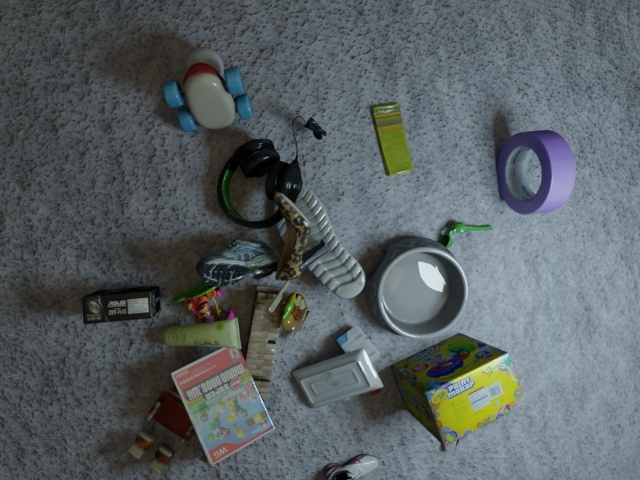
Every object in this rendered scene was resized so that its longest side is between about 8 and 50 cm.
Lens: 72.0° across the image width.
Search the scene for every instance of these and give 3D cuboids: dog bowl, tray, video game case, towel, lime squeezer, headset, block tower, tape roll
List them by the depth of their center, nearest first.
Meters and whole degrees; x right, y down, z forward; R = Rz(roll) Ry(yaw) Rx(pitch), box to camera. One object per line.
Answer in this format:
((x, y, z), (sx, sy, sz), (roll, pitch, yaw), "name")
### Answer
((-0.282, 0.467, 1.281), (0.204, 0.025, 0.285), (-24, 87, -19), "video game case")
((-0.141, -0.214, 1.365), (0.243, 0.185, 0.394), (42, 99, 12), "headset")
((-0.183, 0.312, 1.381), (0.091, 0.097, 0.335), (9, 87, -13), "block tower")
((0.047, 0.445, 1.392), (0.270, 0.030, 0.145), (-25, 95, 22), "tray")
((0.327, 0.166, 1.460), (0.349, 0.102, 0.348), (-1, 97, -7), "dog bowl")
((0.713, -0.227, 1.477), (0.090, 0.275, 0.274), (-7, 92, -13), "tape roll")
((0.249, -0.345, 1.508), (0.102, 0.021, 0.237), (-15, 93, -11), "towel")
((0.465, 0.003, 1.548), (0.310, 0.059, 0.110), (-37, 130, -10), "lime squeezer")

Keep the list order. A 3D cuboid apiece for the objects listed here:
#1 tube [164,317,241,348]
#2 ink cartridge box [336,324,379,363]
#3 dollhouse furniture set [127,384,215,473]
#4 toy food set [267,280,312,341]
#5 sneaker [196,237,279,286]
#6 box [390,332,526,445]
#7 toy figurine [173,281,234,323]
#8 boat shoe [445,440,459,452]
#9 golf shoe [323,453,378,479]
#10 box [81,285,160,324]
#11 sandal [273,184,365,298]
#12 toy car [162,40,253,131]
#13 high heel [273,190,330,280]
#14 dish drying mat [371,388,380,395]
((-0.347, 0.278, 1.306), (0.240, 0.062, 0.070), (-5, 133, 17), "tube")
((0.123, 0.353, 1.434), (0.088, 0.052, 0.122), (-33, 58, -13), "ink cartridge box")
((-0.396, 0.566, 1.339), (0.259, 0.135, 0.262), (34, 83, 1), "dollhouse furniture set")
((-0.077, 0.224, 1.366), (0.132, 0.038, 0.192), (-59, 137, -27), "toy food set")
((-0.255, 0.057, 1.316), (0.283, 0.110, 0.122), (-1, 51, -49), "sneaker")
((0.427, 0.461, 1.417), (0.290, 0.279, 0.177), (-21, 95, -12), "box")
((-0.338, 0.215, 1.350), (0.173, 0.130, 0.159), (-21, 105, 11), "toy figurine")
((0.474, 0.681, 1.550), (0.046, 0.038, 0.125), (13, 79, 30), "boat shoe")
((0.108, 0.763, 1.449), (0.186, 0.086, 0.067), (-12, 91, -13), "golf shoe")
((-0.567, 0.183, 1.271), (0.180, 0.147, 0.077), (-4, 91, -11), "box")
((-0.013, 0.008, 1.416), (0.169, 0.102, 0.416), (-32, 83, 4), "sandal")
((-0.338, -0.482, 1.326), (0.219, 0.210, 0.238), (-12, 64, 1), "toy car")
((-0.109, -0.002, 1.281), (0.186, 0.093, 0.261), (-37, 120, 0), "high heel")
((0.179, 0.483, 1.502), (0.032, 0.008, 0.083), (-17, 93, -12), "dish drying mat")
